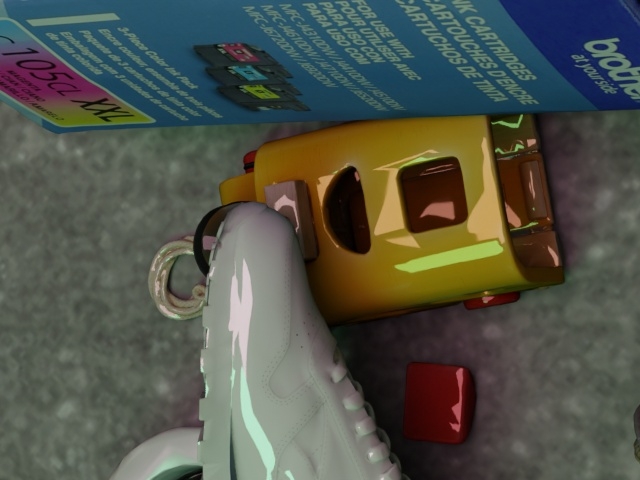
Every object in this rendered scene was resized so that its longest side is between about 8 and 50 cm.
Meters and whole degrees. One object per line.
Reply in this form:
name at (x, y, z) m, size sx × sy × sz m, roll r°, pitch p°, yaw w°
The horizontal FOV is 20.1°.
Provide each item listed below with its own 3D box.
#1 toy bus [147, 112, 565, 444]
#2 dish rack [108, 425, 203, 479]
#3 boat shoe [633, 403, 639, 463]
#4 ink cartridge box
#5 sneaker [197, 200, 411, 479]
toy bus at (0.010, -0.008, 0.838) m, size 0.191 × 0.104 × 0.202 m, roll 35°, pitch 102°, yaw 20°
dish rack at (0.002, 0.275, 0.848) m, size 0.333 × 0.072 × 0.285 m, roll 30°, pitch 95°, yaw 21°
boat shoe at (0.184, 0.095, 0.722) m, size 0.130 × 0.132 × 0.355 m, roll 26°, pitch 80°, yaw 23°
ink cartridge box at (0.031, -0.198, 0.758) m, size 0.395 × 0.151 × 0.270 m, roll 0°, pitch 73°, yaw 27°
sneaker at (-0.003, 0.097, 0.779) m, size 0.095 × 0.090 × 0.235 m, roll -4°, pitch 101°, yaw 5°
